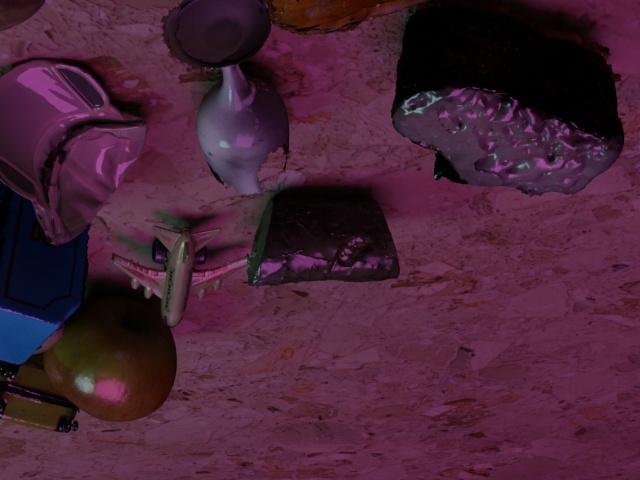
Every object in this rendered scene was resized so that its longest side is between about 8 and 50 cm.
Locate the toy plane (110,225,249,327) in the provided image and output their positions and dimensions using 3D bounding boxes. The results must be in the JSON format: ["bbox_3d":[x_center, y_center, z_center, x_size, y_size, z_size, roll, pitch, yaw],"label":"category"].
[{"bbox_3d":[-0.251,0.062,1.773,0.242,0.104,0.256,1,147,-17],"label":"toy plane"}]

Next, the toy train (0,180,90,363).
[{"bbox_3d":[-0.476,0.017,1.478,0.265,0.300,0.188,22,138,-31],"label":"toy train"}]

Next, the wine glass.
[{"bbox_3d":[-0.116,-0.194,1.379,0.143,0.143,0.321,-8,150,2],"label":"wine glass"}]

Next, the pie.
[{"bbox_3d":[0.054,-0.315,1.209,0.273,0.069,0.273,-12,167,-3],"label":"pie"}]

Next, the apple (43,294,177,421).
[{"bbox_3d":[-0.381,0.216,1.866,0.261,0.261,0.194,19,118,-34],"label":"apple"}]

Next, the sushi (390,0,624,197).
[{"bbox_3d":[0.249,-0.191,1.399,0.348,0.207,0.234,19,151,-26],"label":"sushi"}]

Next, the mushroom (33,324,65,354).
[{"bbox_3d":[-0.502,0.088,1.722,0.204,0.204,0.204,-5,147,-3],"label":"mushroom"}]

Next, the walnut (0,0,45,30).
[{"bbox_3d":[-0.393,-0.306,1.154,0.162,0.140,0.140,23,138,-24],"label":"walnut"}]

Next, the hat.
[{"bbox_3d":[-0.381,-0.132,1.432,0.226,0.219,0.164,40,166,-15],"label":"hat"}]

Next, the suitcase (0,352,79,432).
[{"bbox_3d":[-0.573,0.279,1.960,0.194,0.143,0.235,22,170,-32],"label":"suitcase"}]

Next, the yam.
[{"bbox_3d":[0.000,0.000,1.686,0.254,0.154,0.154,-3,147,-6],"label":"yam"}]
